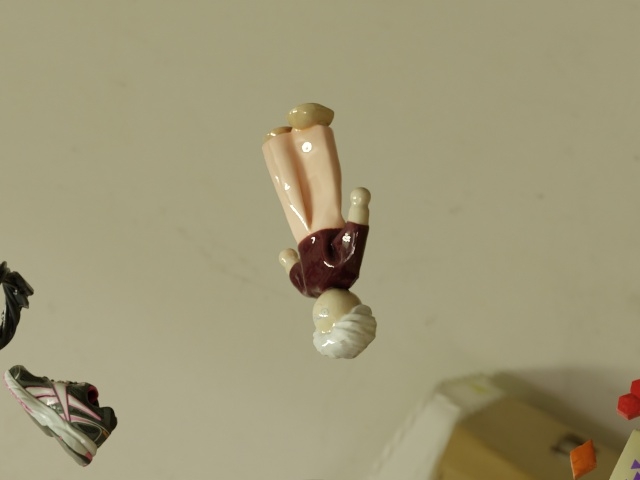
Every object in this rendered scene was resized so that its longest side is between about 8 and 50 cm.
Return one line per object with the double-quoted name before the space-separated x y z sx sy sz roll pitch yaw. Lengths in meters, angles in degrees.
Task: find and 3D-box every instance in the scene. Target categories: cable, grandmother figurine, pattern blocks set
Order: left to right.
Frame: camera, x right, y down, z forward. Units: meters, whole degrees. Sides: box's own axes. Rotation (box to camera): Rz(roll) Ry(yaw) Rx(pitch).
"cable" -0.479 0.104 2.122 0.150 0.047 0.184 -56 -13 -12
"grandmother figurine" 0.000 0.000 1.997 0.208 0.104 0.342 131 130 -57
"pattern blocks set" 0.538 0.391 2.361 0.325 0.285 0.026 -48 -30 -25

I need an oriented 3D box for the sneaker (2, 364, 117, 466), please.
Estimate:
"sneaker" -0.300 0.195 1.742 0.077 0.178 0.072 -42 -37 -18
